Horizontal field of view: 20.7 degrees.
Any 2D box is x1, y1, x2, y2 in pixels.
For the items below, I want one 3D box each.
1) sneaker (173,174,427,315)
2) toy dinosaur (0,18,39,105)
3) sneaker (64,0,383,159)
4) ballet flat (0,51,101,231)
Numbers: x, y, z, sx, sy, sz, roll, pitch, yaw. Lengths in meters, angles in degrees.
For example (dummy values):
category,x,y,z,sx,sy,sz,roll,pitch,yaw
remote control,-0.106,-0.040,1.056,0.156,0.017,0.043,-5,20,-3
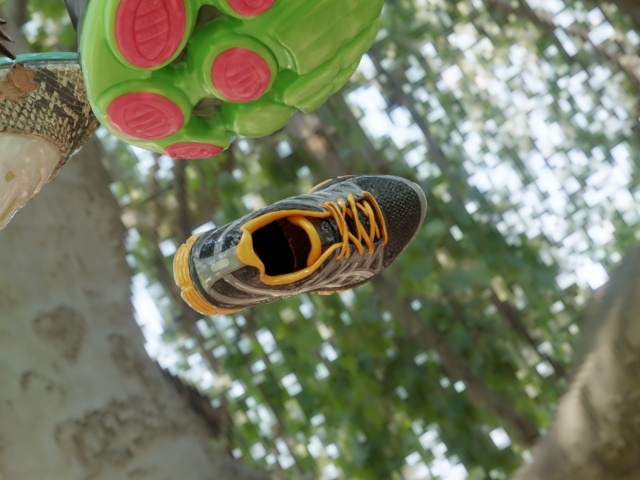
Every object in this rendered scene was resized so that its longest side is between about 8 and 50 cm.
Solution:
category,x,y,z,sx,sy,sz,roll,pitch,yaw
sneaker,0.000,0.000,1.282,0.215,0.084,0.083,-22,-3,-34
toy dinosaur,-0.316,-0.091,1.331,0.127,0.200,0.295,25,-80,-20
sneaker,-0.090,-0.233,0.914,0.185,0.202,0.483,-18,-42,-2
ballet flat,-0.385,-0.067,1.547,0.483,0.182,0.164,-2,-30,-32
